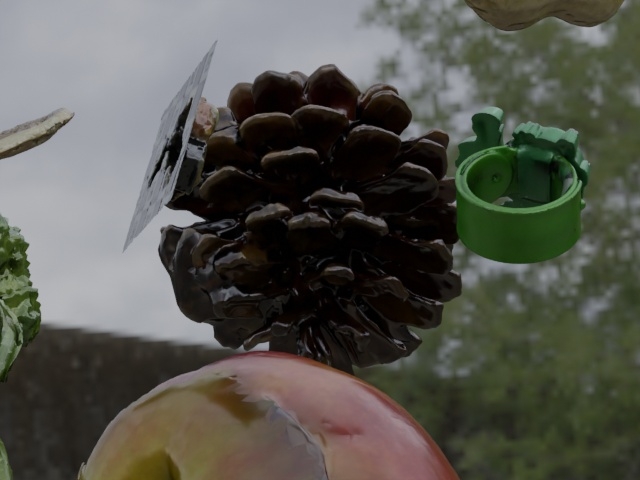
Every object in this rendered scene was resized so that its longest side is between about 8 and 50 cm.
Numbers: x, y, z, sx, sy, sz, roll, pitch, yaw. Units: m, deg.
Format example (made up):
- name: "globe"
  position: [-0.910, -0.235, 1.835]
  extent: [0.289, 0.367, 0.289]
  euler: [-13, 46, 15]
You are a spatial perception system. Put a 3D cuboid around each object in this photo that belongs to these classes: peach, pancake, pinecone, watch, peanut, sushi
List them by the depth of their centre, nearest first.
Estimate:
- name: "sushi"
  position: [-0.110, -0.067, 1.521]
  extent: [0.031, 0.139, 0.201]
  euler: [18, -17, -13]
- name: "peanut"
  position: [0.183, -0.213, 1.544]
  extent: [0.187, 0.082, 0.082]
  euler: [-7, -10, -34]
- name: "peach"
  position: [-0.028, 0.270, 1.571]
  extent: [0.370, 0.370, 0.370]
  euler: [-4, -13, -1]
- name: "pancake"
  position: [-0.294, -0.087, 1.731]
  extent: [0.152, 0.025, 0.151]
  euler: [-21, 6, 3]
- name: "watch"
  position: [0.196, -0.043, 1.969]
  extent: [0.165, 0.152, 0.131]
  euler: [15, -48, 23]
- name: "pinecone"
  position: [0.000, 0.000, 2.309]
  extent: [0.398, 0.397, 0.398]
  euler: [-4, -13, -1]

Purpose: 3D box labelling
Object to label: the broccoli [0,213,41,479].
- name: "broccoli"
  position: [-0.274, 0.040, 0.979]
  extent: [0.254, 0.186, 0.302]
  euler: [3, 6, -8]
